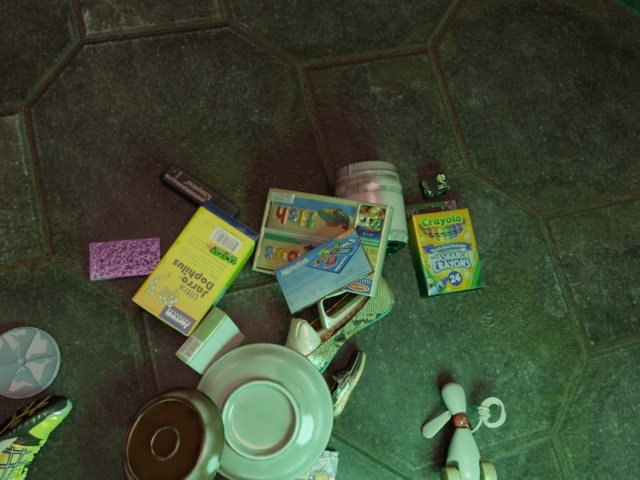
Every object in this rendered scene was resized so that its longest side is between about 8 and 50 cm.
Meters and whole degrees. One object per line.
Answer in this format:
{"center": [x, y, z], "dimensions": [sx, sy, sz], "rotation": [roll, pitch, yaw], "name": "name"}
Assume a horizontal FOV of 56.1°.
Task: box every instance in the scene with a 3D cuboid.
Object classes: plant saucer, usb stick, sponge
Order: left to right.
{"center": [-0.595, 0.057, 1.837], "dimensions": [0.210, 0.031, 0.117], "rotation": [-5, 76, -11], "name": "sponge"}
{"center": [-0.403, 0.539, 1.594], "dimensions": [0.311, 0.050, 0.310], "rotation": [-10, 60, 17], "name": "plant saucer"}
{"center": [-0.383, -0.145, 1.918], "dimensions": [0.278, 0.045, 0.077], "rotation": [34, 74, 0], "name": "usb stick"}
{"center": [-0.162, 0.487, 1.656], "dimensions": [0.401, 0.100, 0.400], "rotation": [0, 85, -1], "name": "plant saucer"}

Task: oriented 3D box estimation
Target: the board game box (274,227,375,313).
{"center": [0.007, 0.090, 1.754], "dimensions": [0.281, 0.027, 0.145], "rotation": [-29, 74, 19], "name": "board game box"}

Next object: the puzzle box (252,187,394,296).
{"center": [0.000, 0.000, 1.814], "dimensions": [0.409, 0.052, 0.271], "rotation": [10, 87, 25], "name": "puzzle box"}

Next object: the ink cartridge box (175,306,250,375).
{"center": [-0.304, 0.310, 1.740], "dimensions": [0.056, 0.235, 0.171], "rotation": [31, 72, 23], "name": "ink cartridge box"}

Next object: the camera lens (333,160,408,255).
{"center": [0.158, -0.091, 1.911], "dimensions": [0.220, 0.219, 0.274], "rotation": [-3, 77, -11], "name": "camera lens"}

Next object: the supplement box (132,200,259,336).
{"center": [-0.364, 0.094, 1.783], "dimensions": [0.195, 0.194, 0.356], "rotation": [33, 73, -1], "name": "supplement box"}

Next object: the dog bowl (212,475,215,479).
{"center": [-0.406, 0.587, 1.717], "dimensions": [0.166, 0.074, 0.297], "rotation": [-20, 80, -14], "name": "dog bowl"}

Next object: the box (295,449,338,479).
{"center": [-0.019, 0.670, 1.789], "dimensions": [0.137, 0.027, 0.093], "rotation": [9, 73, -8], "name": "box"}

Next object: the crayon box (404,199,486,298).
{"center": [0.407, 0.017, 2.000], "dimensions": [0.203, 0.083, 0.322], "rotation": [-8, 77, -12], "name": "crayon box"}

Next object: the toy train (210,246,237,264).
{"center": [-0.273, 0.042, 1.703], "dimensions": [0.083, 0.017, 0.023], "rotation": [28, 64, -3], "name": "toy train"}

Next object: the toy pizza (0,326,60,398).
{"center": [-0.850, 0.348, 1.718], "dimensions": [0.202, 0.032, 0.201], "rotation": [3, 75, -10], "name": "toy pizza"}

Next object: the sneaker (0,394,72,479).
{"center": [-0.831, 0.576, 1.629], "dimensions": [0.385, 0.145, 0.147], "rotation": [-40, 106, -14], "name": "sneaker"}

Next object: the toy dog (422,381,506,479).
{"center": [0.424, 0.624, 1.840], "dimensions": [0.220, 0.161, 0.333], "rotation": [20, 59, -2], "name": "toy dog"}

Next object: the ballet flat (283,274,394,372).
{"center": [0.020, 0.256, 1.820], "dimensions": [0.483, 0.164, 0.182], "rotation": [-38, 121, -19], "name": "ballet flat"}

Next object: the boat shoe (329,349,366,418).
{"center": [0.067, 0.431, 1.837], "dimensions": [0.074, 0.080, 0.223], "rotation": [29, 77, -7], "name": "boat shoe"}

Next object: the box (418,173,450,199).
{"center": [0.391, -0.185, 2.063], "dimensions": [0.083, 0.052, 0.062], "rotation": [-16, 78, -13], "name": "box"}
